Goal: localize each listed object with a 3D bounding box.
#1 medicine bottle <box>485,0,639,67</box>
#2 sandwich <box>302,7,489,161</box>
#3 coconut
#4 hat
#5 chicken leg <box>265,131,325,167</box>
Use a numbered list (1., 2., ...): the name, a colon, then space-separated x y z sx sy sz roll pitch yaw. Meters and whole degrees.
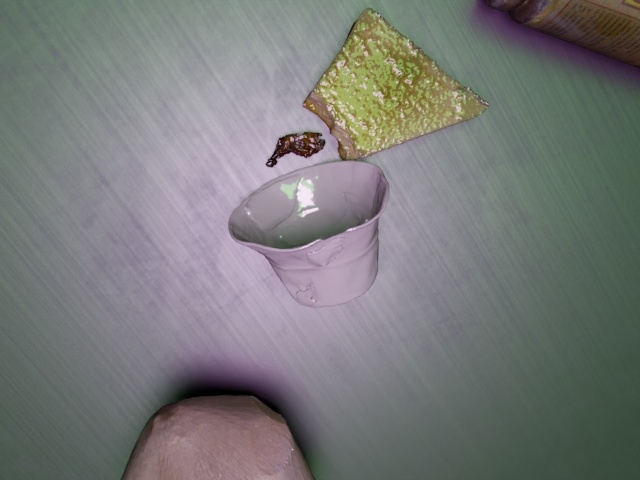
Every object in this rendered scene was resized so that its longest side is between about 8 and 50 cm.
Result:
1. medicine bottle: 0.366 -0.287 0.514 0.323 0.151 0.151 16 99 -7
2. sandwich: 0.085 -0.160 0.569 0.193 0.058 0.162 33 98 -10
3. coconut: -0.129 0.312 0.549 0.237 0.237 0.265 -26 100 1
4. hat: 0.000 0.000 0.546 0.203 0.203 0.126 -20 123 0
5. chicken leg: -0.034 -0.120 0.584 0.083 0.021 0.036 -16 117 0
